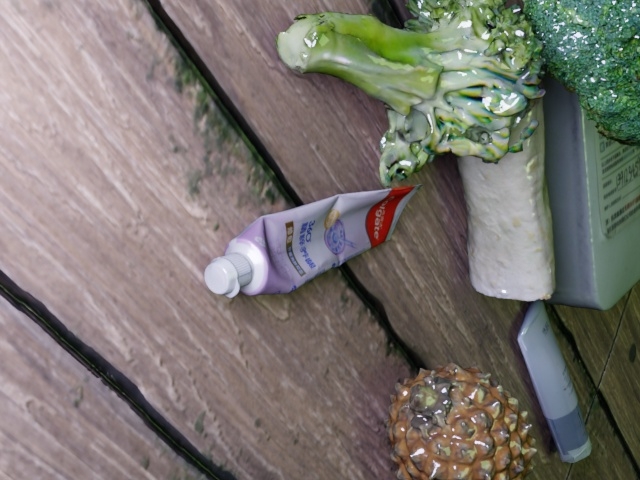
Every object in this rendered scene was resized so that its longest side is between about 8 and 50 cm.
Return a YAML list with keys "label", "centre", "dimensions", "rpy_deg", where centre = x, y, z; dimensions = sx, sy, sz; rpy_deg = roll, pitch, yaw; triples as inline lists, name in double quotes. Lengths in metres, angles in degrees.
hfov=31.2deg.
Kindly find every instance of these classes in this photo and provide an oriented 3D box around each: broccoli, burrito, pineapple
- label: "broccoli"
  centre: [0.327, -0.255, 1.210]
  dimensions: [0.308, 0.275, 0.308]
  rpy_deg: [-3, 95, -32]
- label: "broccoli"
  centre: [0.073, -0.150, 1.110]
  dimensions: [0.274, 0.177, 0.198]
  rpy_deg: [-11, 143, -25]
- label: "burrito"
  centre: [0.206, -0.087, 1.292]
  dimensions: [0.143, 0.105, 0.299]
  rpy_deg: [-66, 149, -64]
- label: "pineapple"
  centre: [0.139, 0.204, 1.203]
  dimensions: [0.193, 0.166, 0.166]
  rpy_deg: [49, 56, -42]

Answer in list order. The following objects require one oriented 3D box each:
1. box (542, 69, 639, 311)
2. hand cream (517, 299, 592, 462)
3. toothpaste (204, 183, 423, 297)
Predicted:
- label: "box"
  centre: [0.398, -0.147, 1.553]
  dimensions: [0.396, 0.111, 0.397]
  rpy_deg: [-30, 118, -49]
- label: "hand cream"
  centre: [0.313, 0.193, 1.539]
  dimensions: [0.079, 0.048, 0.255]
  rpy_deg: [-58, 133, -45]
- label: "toothpaste"
  centre: [0.000, 0.000, 1.067]
  dimensions: [0.301, 0.048, 0.075]
  rpy_deg: [-21, 120, -52]
